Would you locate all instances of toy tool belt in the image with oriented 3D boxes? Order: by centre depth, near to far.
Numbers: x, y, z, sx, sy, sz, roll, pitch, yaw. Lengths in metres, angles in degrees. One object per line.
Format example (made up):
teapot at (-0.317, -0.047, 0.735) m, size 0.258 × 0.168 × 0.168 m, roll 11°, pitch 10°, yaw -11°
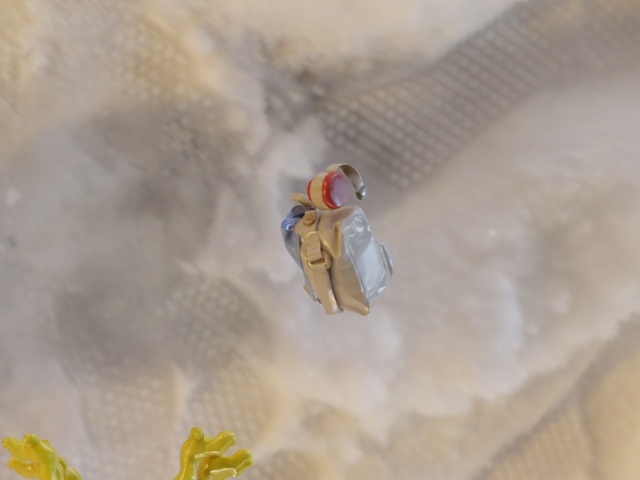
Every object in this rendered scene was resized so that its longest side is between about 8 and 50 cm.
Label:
toy tool belt at (0.000, 0.000, 1.002) m, size 0.052 × 0.051 × 0.083 m, roll -50°, pitch 129°, yaw -38°

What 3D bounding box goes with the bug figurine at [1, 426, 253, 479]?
bug figurine at (-0.115, 0.145, 0.787) m, size 0.279 × 0.072 × 0.216 m, roll -5°, pitch 153°, yaw 12°
